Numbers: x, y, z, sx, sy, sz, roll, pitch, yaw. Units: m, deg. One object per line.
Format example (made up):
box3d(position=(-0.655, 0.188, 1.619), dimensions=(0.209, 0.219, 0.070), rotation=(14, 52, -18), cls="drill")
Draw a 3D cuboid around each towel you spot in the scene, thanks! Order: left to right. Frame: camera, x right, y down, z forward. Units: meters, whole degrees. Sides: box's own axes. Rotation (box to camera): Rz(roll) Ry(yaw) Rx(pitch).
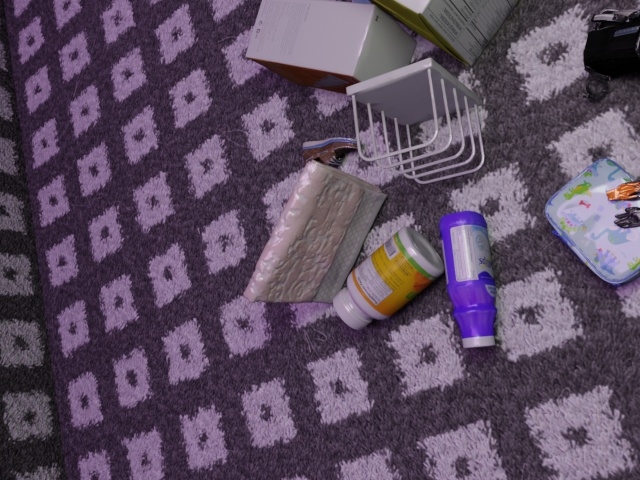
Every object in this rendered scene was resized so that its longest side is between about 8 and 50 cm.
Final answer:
box3d(position=(0.000, 0.000, 1.424), dimensions=(0.053, 0.317, 0.332), rotation=(33, 102, 34), cls="towel")

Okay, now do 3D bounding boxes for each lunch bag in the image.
box3d(position=(0.552, -0.032, 1.187), dimensions=(0.176, 0.090, 0.219), rotation=(-44, 61, 19), cls="lunch bag")

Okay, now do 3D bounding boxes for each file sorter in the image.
box3d(position=(0.216, -0.240, 1.338), dimensions=(0.193, 0.277, 0.173), rotation=(-12, 78, 32), cls="file sorter")

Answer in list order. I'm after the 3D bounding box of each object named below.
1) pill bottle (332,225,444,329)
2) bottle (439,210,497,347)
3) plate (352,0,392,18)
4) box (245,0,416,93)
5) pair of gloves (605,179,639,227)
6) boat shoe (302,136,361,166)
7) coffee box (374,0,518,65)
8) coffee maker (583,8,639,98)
box3d(position=(0.148, 0.094, 1.416), dimensions=(0.245, 0.136, 0.136), rotation=(-43, 62, 22), cls="pill bottle")
box3d(position=(0.317, 0.083, 1.313), dimensions=(0.092, 0.118, 0.283), rotation=(-13, 75, 32), cls="bottle")
box3d(position=(0.166, -0.639, 1.586), dimensions=(0.188, 0.024, 0.188), rotation=(-7, 78, 33), cls="plate")
box3d(position=(0.023, -0.475, 1.543), dimensions=(0.345, 0.215, 0.168), rotation=(21, 95, 35), cls="box")
box3d(position=(0.564, -0.065, 1.125), dimensions=(0.074, 0.010, 0.083), rotation=(-16, 78, 30), cls="pair of gloves")
box3d(position=(0.030, -0.224, 1.596), dimensions=(0.183, 0.066, 0.066), rotation=(-1, 87, 44), cls="boat shoe")
box3d(position=(0.243, -0.635, 1.324), dimensions=(0.337, 0.338, 0.334), rotation=(42, 107, 25), cls="coffee box")
box3d(position=(0.588, -0.353, 1.157), dimensions=(0.120, 0.178, 0.171), rotation=(-6, 104, -7), cls="coffee maker")
